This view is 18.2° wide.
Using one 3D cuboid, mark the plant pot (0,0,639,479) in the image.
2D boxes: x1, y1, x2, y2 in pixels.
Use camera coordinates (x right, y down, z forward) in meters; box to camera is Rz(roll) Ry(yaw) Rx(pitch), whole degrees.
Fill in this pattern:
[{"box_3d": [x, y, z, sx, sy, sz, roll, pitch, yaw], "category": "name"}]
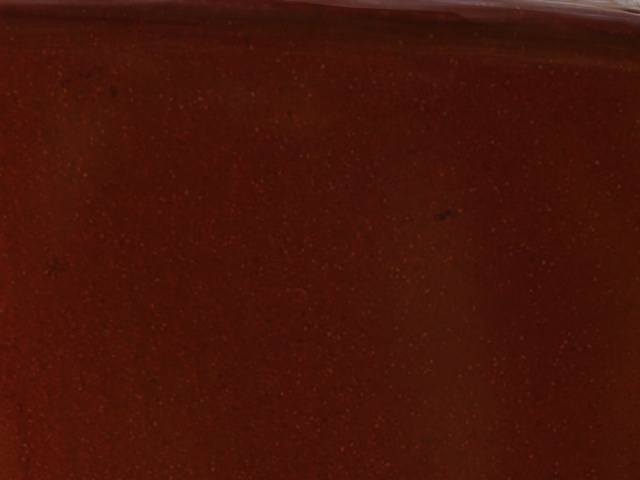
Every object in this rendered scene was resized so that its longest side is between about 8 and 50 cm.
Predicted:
[{"box_3d": [0.000, 0.000, 0.693, 0.267, 0.235, 0.267, -83, -14, -69], "category": "plant pot"}]
